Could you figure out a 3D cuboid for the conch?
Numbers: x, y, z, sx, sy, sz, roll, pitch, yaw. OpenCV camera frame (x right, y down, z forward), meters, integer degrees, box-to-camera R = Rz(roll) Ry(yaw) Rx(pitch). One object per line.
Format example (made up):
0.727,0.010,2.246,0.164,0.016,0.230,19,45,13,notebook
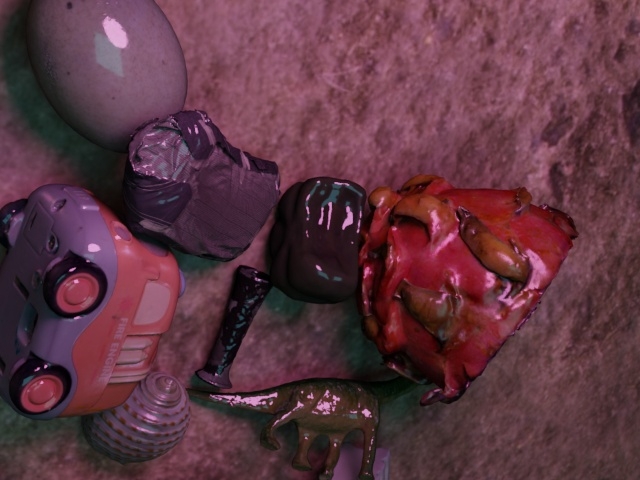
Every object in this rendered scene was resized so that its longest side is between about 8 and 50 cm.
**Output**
-0.249,0.241,1.472,0.135,0.102,0.153,33,92,-15,conch

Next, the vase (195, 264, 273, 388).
-0.118,0.121,1.512,0.059,0.059,0.167,18,99,-29,vase

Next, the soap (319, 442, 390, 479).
0.046,0.460,1.643,0.087,0.160,0.265,5,110,15,soap

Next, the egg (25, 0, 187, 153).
-0.246,-0.209,1.276,0.169,0.169,0.236,-35,128,-11,egg

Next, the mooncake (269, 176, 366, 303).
0.000,0.000,1.467,0.104,0.175,0.168,18,125,-28,mooncake

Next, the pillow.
-0.142,-0.061,1.350,0.161,0.092,0.335,-63,155,-1,pillow

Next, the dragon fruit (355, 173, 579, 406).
0.164,0.029,1.488,0.263,0.314,0.296,39,120,6,dragon fruit

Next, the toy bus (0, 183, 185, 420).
-0.286,0.084,1.347,0.232,0.194,0.288,12,108,-39,toy bus

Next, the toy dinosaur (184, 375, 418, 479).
0.033,0.197,1.608,0.447,0.087,0.301,23,60,-9,toy dinosaur
